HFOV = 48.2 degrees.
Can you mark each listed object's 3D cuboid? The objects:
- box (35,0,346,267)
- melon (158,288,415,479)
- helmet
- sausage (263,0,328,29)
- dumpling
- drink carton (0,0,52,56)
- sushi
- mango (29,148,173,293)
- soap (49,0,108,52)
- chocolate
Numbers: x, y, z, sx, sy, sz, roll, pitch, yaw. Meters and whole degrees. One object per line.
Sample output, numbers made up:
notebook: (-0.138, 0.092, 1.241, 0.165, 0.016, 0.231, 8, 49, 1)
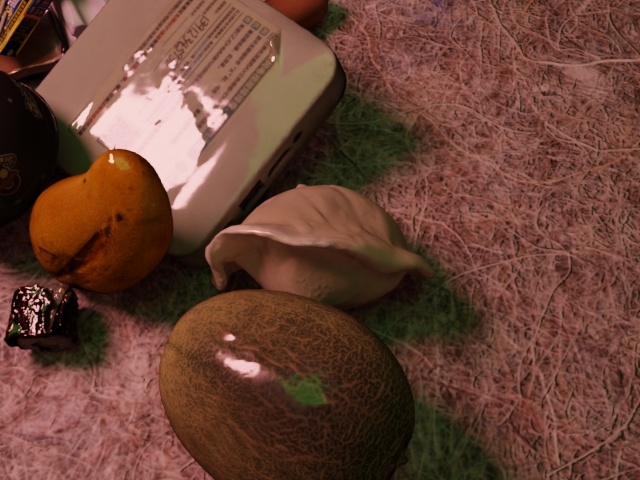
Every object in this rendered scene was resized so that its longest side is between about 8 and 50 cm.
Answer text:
box: (-0.212, -0.211, 1.106, 0.396, 0.111, 0.396, 38, 88, 17)
melon: (-0.044, 0.190, 0.865, 0.329, 0.249, 0.249, 24, 63, 22)
helmet: (-0.499, -0.150, 0.965, 0.230, 0.160, 0.279, -39, 71, -1)
sausage: (-0.102, -0.368, 1.263, 0.289, 0.086, 0.086, -41, 69, -19)
dumpling: (0.000, 0.000, 0.973, 0.317, 0.243, 0.187, -2, 77, 1)
drink carton: (-0.487, -0.384, 1.153, 0.071, 0.056, 0.166, 41, 103, 6)
sushi: (-0.382, 0.105, 0.986, 0.094, 0.098, 0.084, -2, 62, -5)
mango: (-0.295, -0.013, 0.955, 0.177, 0.295, 0.120, 44, 54, -13)
soap: (-0.425, -0.415, 1.255, 0.091, 0.145, 0.231, -19, 68, -22)
chocolate: (-0.576, -0.326, 1.234, 0.261, 0.083, 0.161, -19, 80, -11)
